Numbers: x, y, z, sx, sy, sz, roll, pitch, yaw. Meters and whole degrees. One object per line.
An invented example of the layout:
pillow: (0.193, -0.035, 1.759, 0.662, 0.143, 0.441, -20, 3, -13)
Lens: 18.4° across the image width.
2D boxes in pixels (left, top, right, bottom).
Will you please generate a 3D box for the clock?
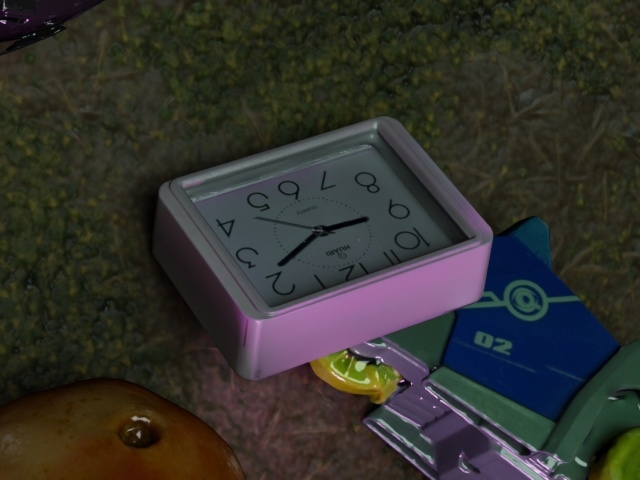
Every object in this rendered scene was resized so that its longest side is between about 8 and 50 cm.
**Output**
clock: (0.000, 0.000, 1.363, 0.197, 0.150, 0.063, -18, 140, -25)

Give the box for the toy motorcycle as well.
toy motorcycle: (0.152, 0.101, 1.446, 0.326, 0.191, 0.200, 39, 64, -4)

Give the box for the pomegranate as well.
pomegranate: (-0.140, 0.189, 1.261, 0.209, 0.209, 0.209, -1, 91, -28)

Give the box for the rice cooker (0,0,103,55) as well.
rice cooker: (-0.191, -0.201, 1.276, 0.203, 0.118, 0.142, -34, 107, -27)
